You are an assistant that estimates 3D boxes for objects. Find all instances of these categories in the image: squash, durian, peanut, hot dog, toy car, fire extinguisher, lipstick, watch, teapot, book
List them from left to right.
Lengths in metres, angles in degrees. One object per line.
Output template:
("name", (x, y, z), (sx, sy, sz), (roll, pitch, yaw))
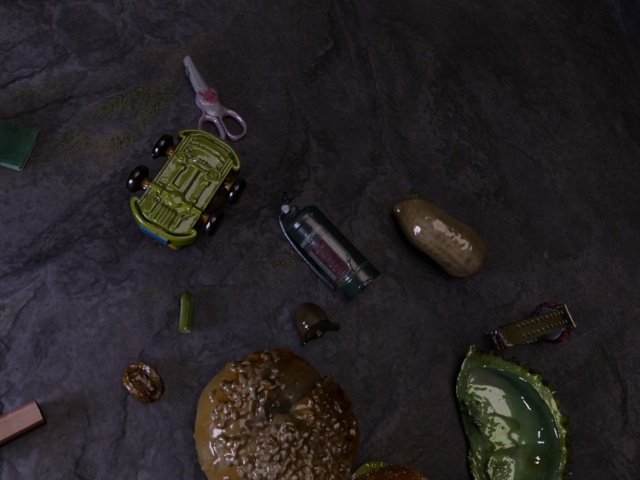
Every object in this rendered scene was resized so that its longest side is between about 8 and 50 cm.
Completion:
("book", (-0.654, -0.200, 1.075), (0.135, 0.017, 0.103), (17, 61, -13))
("lipstick", (-0.530, 0.316, 0.872), (0.145, 0.045, 0.045), (-24, 75, -28))
("hot dog", (-0.325, 0.261, 0.983), (0.083, 0.035, 0.058), (44, 55, 2))
("squash", (-0.266, 0.141, 1.066), (0.027, 0.027, 0.083), (8, 64, -18))
("toy car", (-0.274, -0.099, 1.106), (0.200, 0.142, 0.248), (34, 69, -3))
("teapot", (-0.009, 0.180, 1.142), (0.110, 0.085, 0.080), (10, 35, -48))
("fire extinguisher", (0.000, 0.000, 1.197), (0.294, 0.118, 0.093), (46, 24, 3))
("peanut", (0.286, -0.012, 1.300), (0.253, 0.137, 0.122), (35, 104, -3))
("durian", (0.414, 0.415, 1.138), (0.198, 0.163, 0.394), (4, 72, -17))
("watch", (0.470, 0.210, 1.239), (0.268, 0.165, 0.102), (-9, 70, -28))

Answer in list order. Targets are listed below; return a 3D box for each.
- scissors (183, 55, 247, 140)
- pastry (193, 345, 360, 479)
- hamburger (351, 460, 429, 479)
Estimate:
("scissors", (-0.269, -0.337, 1.280), (0.118, 0.030, 0.242), (-22, 78, -29))
("pastry", (-0.071, 0.333, 0.942), (0.284, 0.184, 0.316), (-33, 71, -29))
("hamburger", (0.109, 0.490, 0.977), (0.210, 0.173, 0.116), (-8, 99, -22))
